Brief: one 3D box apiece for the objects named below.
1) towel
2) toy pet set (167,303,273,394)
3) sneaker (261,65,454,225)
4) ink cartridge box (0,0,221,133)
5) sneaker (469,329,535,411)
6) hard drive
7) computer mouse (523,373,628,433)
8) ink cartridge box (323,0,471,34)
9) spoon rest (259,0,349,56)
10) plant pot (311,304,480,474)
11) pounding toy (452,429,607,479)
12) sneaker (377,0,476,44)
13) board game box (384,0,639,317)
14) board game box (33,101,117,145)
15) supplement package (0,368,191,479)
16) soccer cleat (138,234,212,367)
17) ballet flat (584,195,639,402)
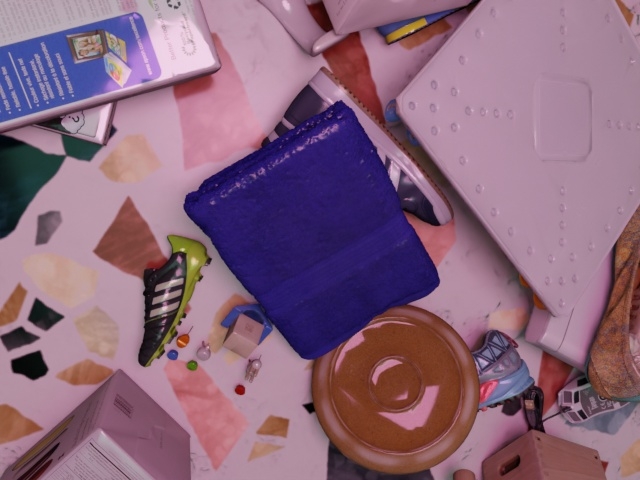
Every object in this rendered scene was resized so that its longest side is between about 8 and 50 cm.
[{"bbox_3d":[0.000,0.000,0.736,0.228,0.076,0.308,-31,127,3],"label":"towel"},{"bbox_3d":[-0.128,0.137,0.804,0.122,0.065,0.114,32,124,-12],"label":"toy pet set"},{"bbox_3d":[0.047,-0.081,0.786,0.153,0.099,0.282,-44,115,9],"label":"sneaker"},{"bbox_3d":[-0.314,-0.226,0.642,0.371,0.069,0.175,-20,103,-13],"label":"ink cartridge box"},{"bbox_3d":[0.173,0.209,0.867,0.262,0.104,0.125,-19,73,-3],"label":"sneaker"},{"bbox_3d":[0.503,0.125,0.915,0.353,0.047,0.233,28,75,-15],"label":"hard drive"},{"bbox_3d":[0.421,0.260,0.945,0.193,0.042,0.106,-20,97,-4],"label":"computer mouse"},{"bbox_3d":[0.059,-0.448,0.689,0.207,0.119,0.353,-19,85,-19],"label":"ink cartridge box"},{"bbox_3d":[-0.064,-0.354,0.742,0.137,0.084,0.276,-32,90,-8],"label":"spoon rest"},{"bbox_3d":[0.103,0.199,0.806,0.236,0.032,0.236,-2,71,5],"label":"plant pot"},{"bbox_3d":[0.295,0.368,0.898,0.206,0.094,0.181,21,131,-15],"label":"pounding toy"},{"bbox_3d":[0.165,-0.345,0.790,0.209,0.069,0.082,-27,100,-8],"label":"sneaker"},{"bbox_3d":[0.313,-0.162,0.792,0.390,0.050,0.390,47,71,-21],"label":"board game box"},{"bbox_3d":[-0.320,-0.287,0.694,0.193,0.053,0.305,14,94,-15],"label":"board game box"},{"bbox_3d":[-0.282,0.304,0.708,0.203,0.194,0.149,-42,103,-5],"label":"supplement package"},{"bbox_3d":[-0.209,0.078,0.770,0.072,0.060,0.179,24,85,-5],"label":"soccer cleat"},{"bbox_3d":[0.481,0.066,0.828,0.123,0.123,0.348,27,75,-15],"label":"ballet flat"}]
